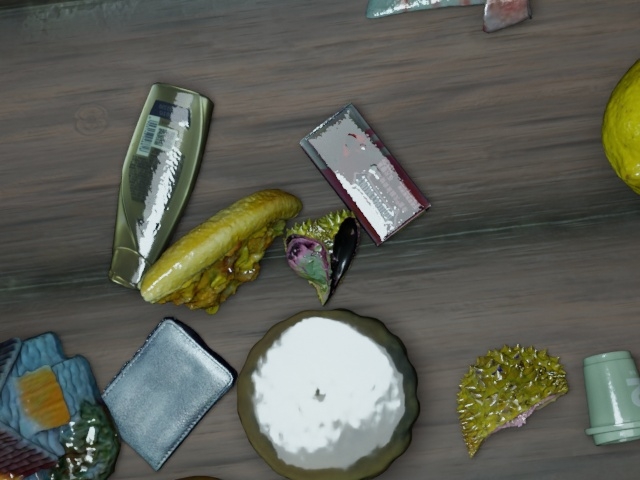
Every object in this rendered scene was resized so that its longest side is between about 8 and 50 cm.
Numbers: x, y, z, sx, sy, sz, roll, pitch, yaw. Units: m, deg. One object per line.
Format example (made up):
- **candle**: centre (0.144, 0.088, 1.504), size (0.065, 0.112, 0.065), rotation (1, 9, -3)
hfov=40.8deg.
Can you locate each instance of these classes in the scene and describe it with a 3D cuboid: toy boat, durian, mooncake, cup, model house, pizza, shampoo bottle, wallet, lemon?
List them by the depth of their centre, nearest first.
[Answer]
- **model house**: centre (-0.545, 0.321, 1.314), size (0.360, 0.339, 0.298), rotation (-19, 83, 7)
- **lemon**: centre (0.585, -0.194, 1.354), size (0.253, 0.253, 0.310), rotation (42, 82, 5)
- **pizza**: centre (-0.150, 0.008, 1.364), size (0.087, 0.268, 0.258), rotation (41, 93, 14)
- **mooncake**: centre (0.018, 0.249, 1.391), size (0.290, 0.161, 0.291), rotation (0, 84, 3)
- **cup**: centre (0.480, 0.254, 1.396), size (0.120, 0.120, 0.141), rotation (-8, 71, 2)
- **durian**: centre (0.308, 0.256, 1.413), size (0.182, 0.165, 0.132), rotation (-17, 127, 24)
- **durian**: centre (-0.004, -0.001, 1.429), size (0.108, 0.187, 0.119), rotation (24, 56, 18)
- **wallet**: centre (-0.264, 0.258, 1.469), size (0.167, 0.036, 0.222), rotation (40, 90, 5)
- **shampoo bottle**: centre (-0.283, -0.088, 1.472), size (0.125, 0.084, 0.350), rotation (15, 87, 7)
- **toy boat**: centre (0.216, -0.445, 1.485), size (0.282, 0.096, 0.206), rotation (-5, 79, 15)

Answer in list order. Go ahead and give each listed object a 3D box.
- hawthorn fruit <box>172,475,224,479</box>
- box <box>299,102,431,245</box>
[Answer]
- **hawthorn fruit**: centre (-0.188, 0.492, 1.330), size (0.300, 0.268, 0.268), rotation (-27, 85, 0)
- **box**: centre (0.076, -0.111, 1.463), size (0.120, 0.069, 0.224), rotation (-36, 86, 0)
